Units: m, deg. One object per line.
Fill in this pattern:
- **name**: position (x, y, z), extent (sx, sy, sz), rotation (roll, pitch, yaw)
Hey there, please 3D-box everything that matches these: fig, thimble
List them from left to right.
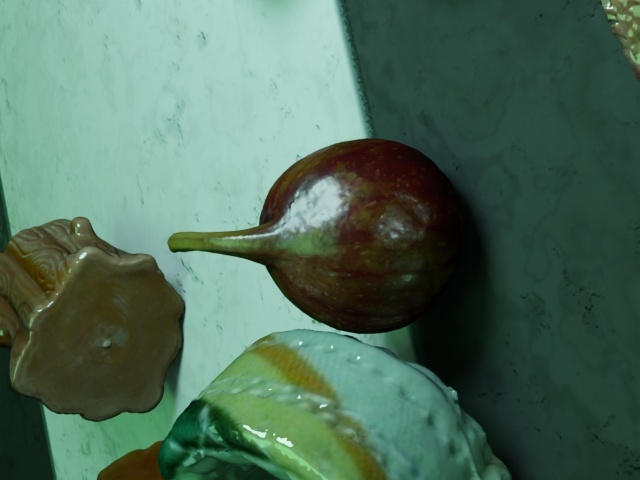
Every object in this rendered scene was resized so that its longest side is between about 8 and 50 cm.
- **fig**: position (0.007, -0.001, 0.969), extent (0.175, 0.207, 0.175), rotation (12, 105, 54)
- **thimble**: position (0.010, 0.207, 0.983), extent (0.288, 0.167, 0.254), rotation (7, 127, 43)

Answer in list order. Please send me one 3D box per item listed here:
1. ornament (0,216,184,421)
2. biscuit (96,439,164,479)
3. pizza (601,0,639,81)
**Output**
- **ornament**: position (-0.306, 0.092, 1.470), extent (0.218, 0.221, 0.235), rotation (31, 148, 54)
- **biscuit**: position (-0.150, 0.407, 1.167), extent (0.395, 0.343, 0.166), rotation (50, 165, 41)
- **pizza**: position (0.244, -0.223, 0.680), extent (0.161, 0.086, 0.305), rotation (23, 119, 28)
